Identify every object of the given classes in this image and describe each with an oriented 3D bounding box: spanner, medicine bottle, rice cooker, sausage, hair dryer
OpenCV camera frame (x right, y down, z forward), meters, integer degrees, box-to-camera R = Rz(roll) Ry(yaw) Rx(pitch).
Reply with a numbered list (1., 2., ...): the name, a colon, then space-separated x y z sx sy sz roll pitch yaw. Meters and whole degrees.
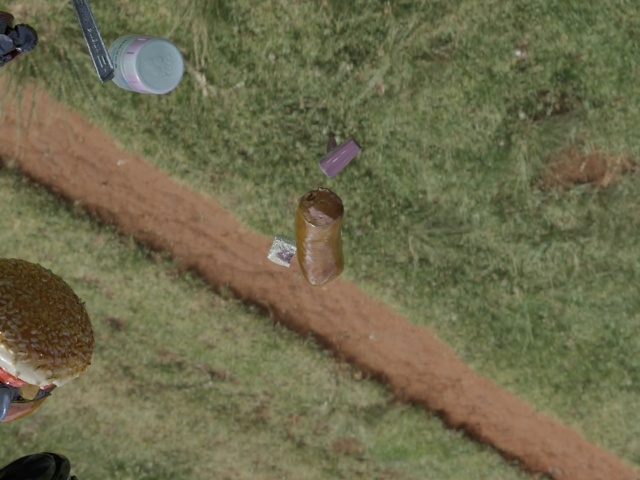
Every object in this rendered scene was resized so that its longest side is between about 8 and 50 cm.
1. spanner: -0.447 -0.444 1.492 0.093 0.326 0.026 -21 -178 -19
2. medicine bottle: -0.399 -0.401 1.858 0.168 0.135 0.135 22 160 51
3. rice cooker: -0.545 0.519 1.501 0.241 0.280 0.227 -21 110 5
4. sausage: -0.002 0.001 1.669 0.108 0.109 0.271 0 145 3
5. hair dryer: 0.035 -0.223 1.945 0.106 0.154 0.054 -42 121 13

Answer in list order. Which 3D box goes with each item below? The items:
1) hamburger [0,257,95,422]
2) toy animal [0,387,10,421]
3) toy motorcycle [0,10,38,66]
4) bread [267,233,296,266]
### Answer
1. hamburger: -0.664 0.204 1.768 0.250 0.330 0.330 -35 126 22
2. toy animal: -0.392 0.213 0.755 0.255 0.239 0.176 25 159 40
3. toy motorcycle: -0.769 -0.453 1.890 0.122 0.213 0.082 52 168 0
4. bread: -0.096 0.025 2.095 0.070 0.035 0.083 24 129 -11
